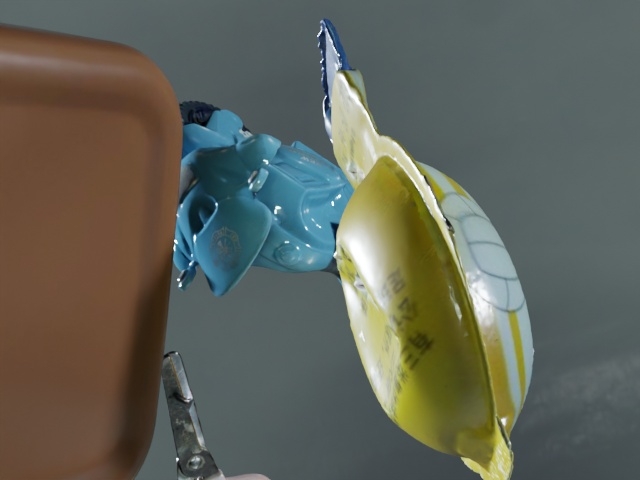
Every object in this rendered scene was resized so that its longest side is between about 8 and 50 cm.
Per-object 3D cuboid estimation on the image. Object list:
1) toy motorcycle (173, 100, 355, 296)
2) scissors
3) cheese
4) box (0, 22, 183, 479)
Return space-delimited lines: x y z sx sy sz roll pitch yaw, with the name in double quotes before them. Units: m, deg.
"toy motorcycle" 0.000 0.000 0.824 0.123 0.272 0.182 -52 13 28
"scissors" -0.119 0.236 1.120 0.160 0.317 0.024 -21 34 -18
"cheese" 0.041 0.003 0.582 0.069 0.177 0.270 -17 57 -8
"box" -0.248 0.011 0.472 0.229 0.239 0.339 13 11 35
